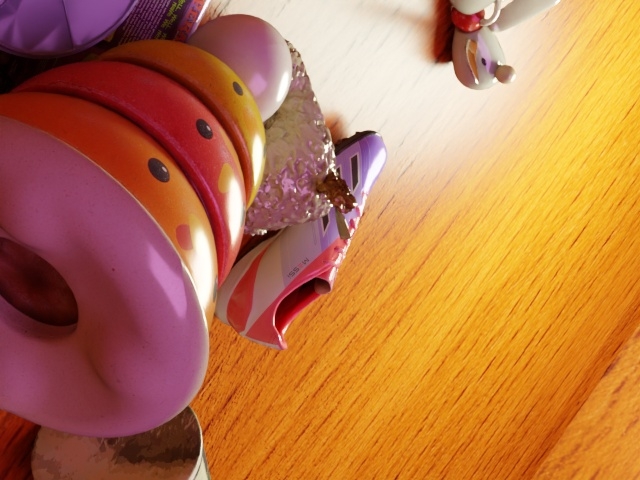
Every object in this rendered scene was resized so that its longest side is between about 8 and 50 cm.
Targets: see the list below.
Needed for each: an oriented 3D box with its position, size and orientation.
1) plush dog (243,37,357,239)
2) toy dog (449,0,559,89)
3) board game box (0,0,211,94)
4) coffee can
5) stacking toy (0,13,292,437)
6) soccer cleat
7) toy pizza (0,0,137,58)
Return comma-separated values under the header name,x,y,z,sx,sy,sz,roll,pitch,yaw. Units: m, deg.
name,x,y,z,sx,sy,sz,roll,pitch,yaw
plush dog,-0.097,-0.068,1.767,0.225,0.210,0.262,-17,136,-11
toy dog,0.230,-0.311,2.008,0.220,0.161,0.334,-55,150,-2
board game box,-0.247,-0.147,1.584,0.208,0.056,0.347,19,102,-55
coffee can,-0.224,0.331,1.910,0.201,0.201,0.275,-40,146,-27
stacking toy,-0.168,-0.083,1.498,0.350,0.351,0.480,91,25,-43
soccer cleat,0.000,0.000,2.009,0.318,0.116,0.108,-50,149,-11
toy pizza,-0.248,-0.265,1.433,0.201,0.032,0.201,-14,119,-27
